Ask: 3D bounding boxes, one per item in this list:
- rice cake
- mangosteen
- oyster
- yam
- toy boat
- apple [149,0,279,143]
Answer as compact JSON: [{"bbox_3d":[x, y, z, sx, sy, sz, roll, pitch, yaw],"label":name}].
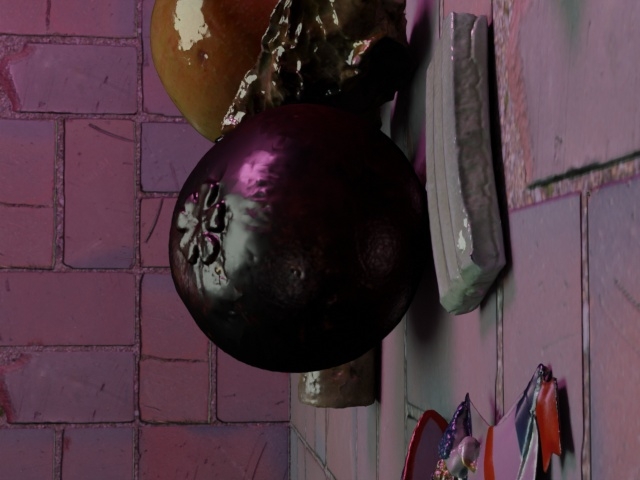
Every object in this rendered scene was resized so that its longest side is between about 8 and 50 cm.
[{"bbox_3d":[0.119,-0.064,0.925,0.127,0.043,0.237,104,166,-70],"label":"rice cake"},{"bbox_3d":[-0.013,0.005,1.170,0.297,0.293,0.297,-31,41,32],"label":"mangosteen"},{"bbox_3d":[0.031,-0.183,1.248,0.096,0.221,0.361,63,142,25],"label":"oyster"},{"bbox_3d":[0.025,0.125,1.471,0.107,0.107,0.194,-145,56,-82],"label":"yam"},{"bbox_3d":[0.126,0.221,0.839,0.318,0.072,0.219,138,136,-68],"label":"toy boat"},{"bbox_3d":[-0.070,-0.288,1.454,0.277,0.319,0.319,99,170,-69],"label":"apple"}]
